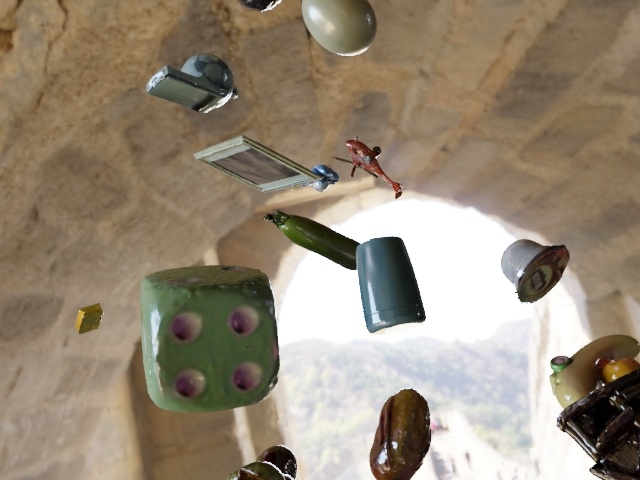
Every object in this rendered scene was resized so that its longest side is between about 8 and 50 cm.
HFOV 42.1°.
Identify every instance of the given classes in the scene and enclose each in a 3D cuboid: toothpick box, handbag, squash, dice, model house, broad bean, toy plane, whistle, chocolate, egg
[{"bbox_3d":[0.133,0.085,1.631,0.120,0.184,0.120,-9,-17,-3],"label":"toothpick box"},{"bbox_3d":[-0.587,0.200,2.114,0.061,0.027,0.083,-17,-33,-36],"label":"handbag"},{"bbox_3d":[0.001,-0.001,2.201,0.332,0.087,0.087,26,-27,-17],"label":"squash"},{"bbox_3d":[-0.281,0.238,2.105,0.331,0.322,0.318,-5,9,-17],"label":"dice"},{"bbox_3d":[0.700,0.410,1.696,0.297,0.282,0.317,-42,-30,19],"label":"model house"},{"bbox_3d":[0.189,0.457,1.935,0.122,0.228,0.156,22,-12,-13],"label":"broad bean"},{"bbox_3d":[0.135,-0.187,2.160,0.126,0.194,0.077,-18,-25,-41],"label":"toy plane"},{"bbox_3d":[-0.332,-0.435,2.230,0.164,0.163,0.290,-23,-25,38],"label":"whistle"},{"bbox_3d":[0.602,0.063,2.406,0.221,0.147,0.221,-23,-40,-21],"label":"chocolate"},{"bbox_3d":[0.054,-0.647,2.420,0.186,0.242,0.186,-50,-1,-1],"label":"egg"}]

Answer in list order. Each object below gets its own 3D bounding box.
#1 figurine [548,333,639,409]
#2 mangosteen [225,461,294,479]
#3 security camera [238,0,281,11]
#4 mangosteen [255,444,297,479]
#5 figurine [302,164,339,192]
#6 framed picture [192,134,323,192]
[{"bbox_3d":[0.752,0.353,2.208,0.325,0.124,0.222,-28,20,-28],"label":"figurine"},{"bbox_3d":[-0.116,0.604,1.686,0.288,0.288,0.288,-13,-12,-3],"label":"mangosteen"},{"bbox_3d":[-0.204,-0.708,2.180,0.277,0.191,0.197,21,-34,8],"label":"security camera"},{"bbox_3d":[-0.130,0.616,2.230,0.140,0.140,0.140,-13,-12,-3],"label":"mangosteen"},{"bbox_3d":[0.004,-0.181,2.405,0.114,0.079,0.114,1,-11,0],"label":"figurine"},{"bbox_3d":[-0.161,-0.179,2.034,0.231,0.018,0.293,26,-16,-27],"label":"framed picture"}]
